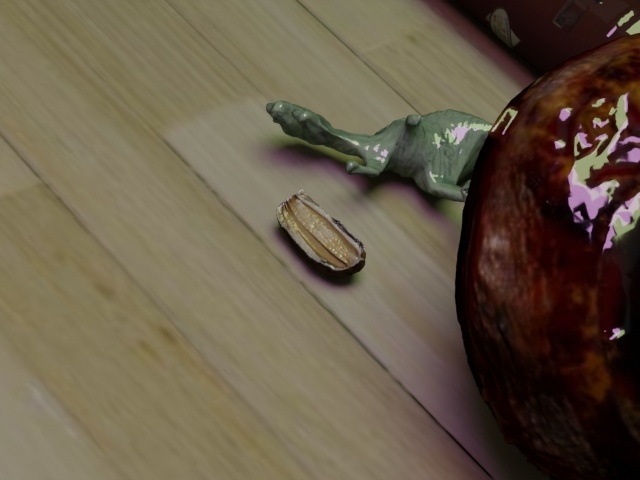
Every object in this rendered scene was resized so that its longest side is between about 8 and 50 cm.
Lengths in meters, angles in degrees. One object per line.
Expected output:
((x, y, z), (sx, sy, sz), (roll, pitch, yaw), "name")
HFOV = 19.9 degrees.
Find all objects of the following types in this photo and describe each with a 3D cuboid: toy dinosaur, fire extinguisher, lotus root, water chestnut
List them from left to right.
((0.001, 0.001, 1.372), (0.037, 0.030, 0.083), (-41, 61, -9), "lotus root")
((0.147, -0.061, 1.446), (0.383, 0.076, 0.129), (9, 19, -19), "toy dinosaur")
((0.206, -0.201, 1.578), (0.337, 0.114, 0.135), (43, 28, 24), "fire extinguisher")
((0.257, 0.021, 1.215), (0.350, 0.302, 0.351), (0, 90, -32), "water chestnut")
